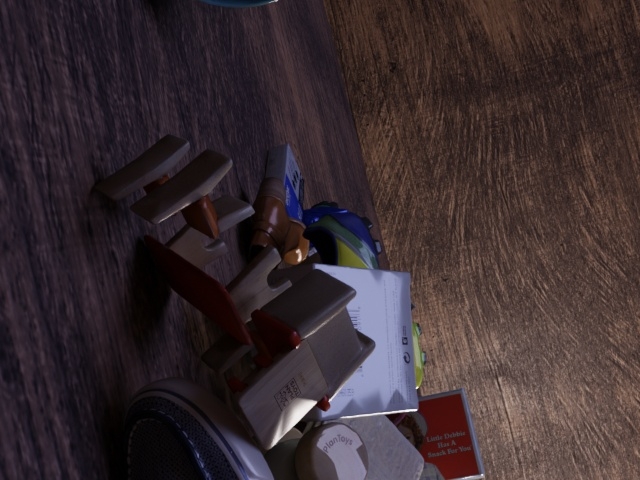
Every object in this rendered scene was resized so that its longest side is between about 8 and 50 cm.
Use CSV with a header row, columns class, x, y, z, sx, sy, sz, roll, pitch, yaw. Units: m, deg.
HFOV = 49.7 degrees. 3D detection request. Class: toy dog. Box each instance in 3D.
class,x,y,z,sx,sy,sz,roll,pitch,yaw
toy dog,0.004,0.361,0.777,0.333,0.161,0.220,50,-40,19

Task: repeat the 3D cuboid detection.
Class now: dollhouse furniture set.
class,x,y,z,sx,sy,sz,roll,pitch,yaw
dollhouse furniture set,-0.089,0.064,0.652,0.259,0.135,0.262,26,-33,44

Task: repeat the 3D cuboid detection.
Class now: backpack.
class,x,y,z,sx,sy,sz,roll,pitch,yaw
backpack,0.000,0.000,1.359,0.098,0.101,0.120,16,-66,57

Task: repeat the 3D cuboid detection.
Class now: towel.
class,x,y,z,sx,sy,sz,roll,pitch,yaw
towel,0.055,0.350,1.046,0.282,0.049,0.187,52,55,-34

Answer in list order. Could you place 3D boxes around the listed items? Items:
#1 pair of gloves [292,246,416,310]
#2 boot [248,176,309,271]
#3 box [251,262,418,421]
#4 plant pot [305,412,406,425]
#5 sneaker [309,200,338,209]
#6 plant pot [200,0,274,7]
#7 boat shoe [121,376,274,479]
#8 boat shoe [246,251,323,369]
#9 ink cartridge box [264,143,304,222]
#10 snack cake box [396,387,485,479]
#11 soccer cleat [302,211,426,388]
class,x,y,z,sx,sy,sz,roll,pitch,yaw
pair of gloves,0.051,0.079,1.255,0.204,0.042,0.240,47,-27,-4
boot,-0.074,0.013,1.133,0.197,0.073,0.152,68,21,-44
box,0.019,0.128,0.865,0.182,0.119,0.180,7,77,-44
plant pot,0.043,0.208,1.175,0.180,0.202,0.201,-119,-171,-66
sneaker,0.040,0.092,1.500,0.343,0.134,0.146,65,19,-10
plant pot,-0.132,-0.493,0.932,0.235,0.293,0.293,-118,-176,-52
boat shoe,-0.098,0.277,0.509,0.158,0.127,0.340,-9,73,-63
boat shoe,-0.020,0.119,1.051,0.096,0.117,0.324,48,22,-13
ink cartridge box,-0.069,-0.092,1.323,0.207,0.046,0.097,-89,160,-54
snack cake box,0.148,0.372,1.249,0.089,0.265,0.152,55,24,-64
soccer cleat,0.058,0.093,1.020,0.093,0.121,0.289,-44,-117,54
